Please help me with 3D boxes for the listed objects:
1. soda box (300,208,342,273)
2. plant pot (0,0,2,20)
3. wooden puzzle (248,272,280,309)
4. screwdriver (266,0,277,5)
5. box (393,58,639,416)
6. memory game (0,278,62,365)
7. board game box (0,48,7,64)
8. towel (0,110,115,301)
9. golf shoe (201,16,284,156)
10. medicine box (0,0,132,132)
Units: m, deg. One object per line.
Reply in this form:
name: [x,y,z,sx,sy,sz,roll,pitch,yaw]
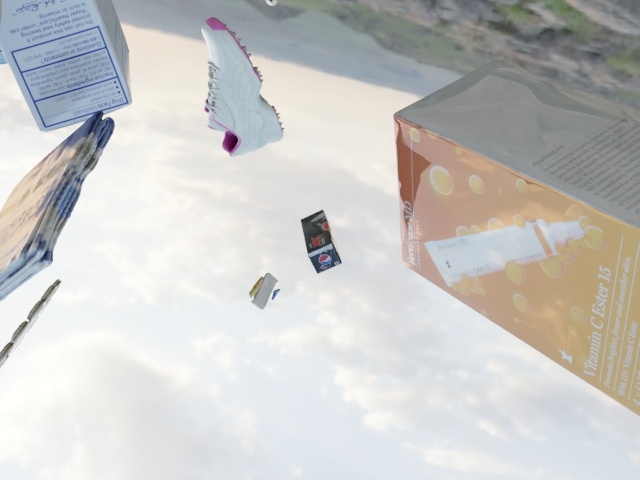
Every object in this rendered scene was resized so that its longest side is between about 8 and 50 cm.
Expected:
soda box: [0.000,0.000,1.731,0.060,0.053,0.169,-24,-153,5]
plant pot: [-0.489,-0.252,0.913,0.237,0.237,0.254,8,-178,-27]
wooden puzzle: [-0.118,0.105,1.738,0.014,0.078,0.116,24,162,23]
screwdriver: [-0.086,-0.421,1.406,0.025,0.024,0.170,52,-176,-7]
box: [0.256,-0.017,0.861,0.168,0.214,0.345,-30,-138,-27]
memory game: [-0.463,0.136,1.301,0.012,0.186,0.186,36,-172,-10]
board game box: [-0.534,-0.405,1.401,0.039,0.211,0.160,24,-152,22]
towel: [-0.357,-0.027,1.024,0.034,0.209,0.285,42,-147,-28]
golf shoe: [-0.181,-0.295,1.671,0.140,0.306,0.115,-32,-142,-9]
medicine box: [-0.399,-0.353,1.249,0.149,0.289,0.263,-17,-149,-4]
